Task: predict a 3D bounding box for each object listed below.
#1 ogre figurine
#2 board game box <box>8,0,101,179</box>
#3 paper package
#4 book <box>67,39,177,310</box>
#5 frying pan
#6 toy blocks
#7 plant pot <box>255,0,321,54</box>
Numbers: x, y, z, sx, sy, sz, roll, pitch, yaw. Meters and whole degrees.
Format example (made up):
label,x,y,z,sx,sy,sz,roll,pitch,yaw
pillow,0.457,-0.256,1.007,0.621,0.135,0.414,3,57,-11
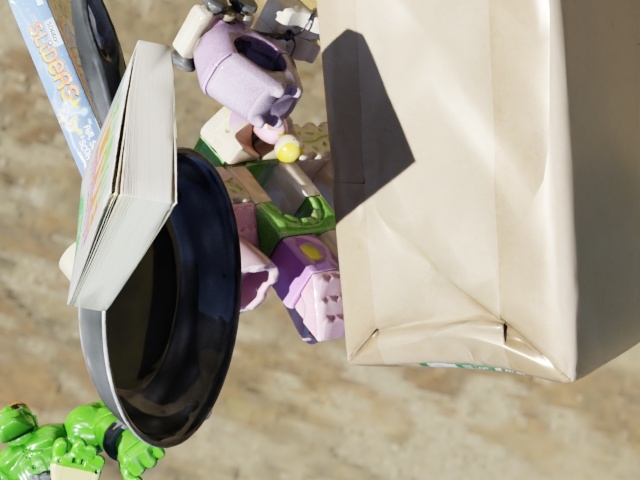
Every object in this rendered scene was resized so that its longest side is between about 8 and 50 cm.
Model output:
label,x,y,z,sx,sy,sz,roll,pitch,yaw
ogre figurine,-0.214,0.181,1.305,0.097,0.197,0.118,40,-173,-18
board game box,-0.220,-0.132,1.614,0.035,0.201,0.136,-23,178,7
paper package,0.157,-0.086,1.174,0.168,0.309,0.325,1,-169,32
book,-0.110,-0.033,0.959,0.035,0.096,0.144,10,152,-15
frying pan,-0.124,0.008,1.083,0.053,0.197,0.326,3,154,22
toy blocks,0.000,0.000,1.405,0.288,0.260,0.309,-8,139,-48
plant pot,-0.023,-0.319,1.704,0.237,0.237,0.254,-22,107,50
